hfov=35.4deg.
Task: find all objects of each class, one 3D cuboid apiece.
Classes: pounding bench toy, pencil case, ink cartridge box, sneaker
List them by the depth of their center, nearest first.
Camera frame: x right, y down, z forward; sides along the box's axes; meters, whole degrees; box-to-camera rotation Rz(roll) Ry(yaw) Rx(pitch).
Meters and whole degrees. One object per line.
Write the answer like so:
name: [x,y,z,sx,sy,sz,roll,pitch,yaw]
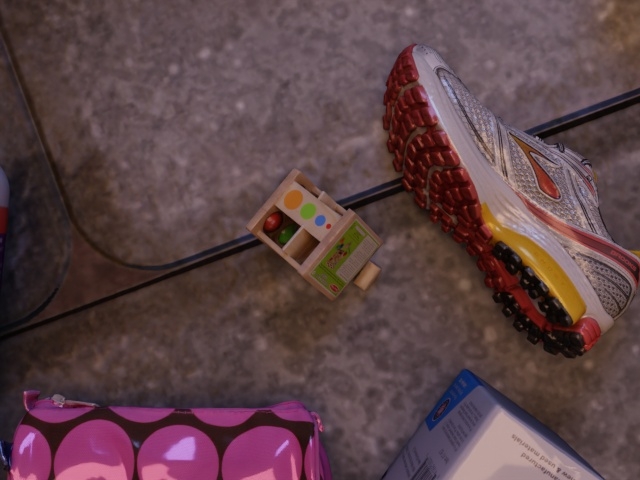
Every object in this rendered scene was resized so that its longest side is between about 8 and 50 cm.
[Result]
ink cartridge box: [0.070,0.192,0.619,0.086,0.148,0.203,36,92,-1]
pencil case: [-0.097,0.148,0.655,0.209,0.095,0.098,1,74,-1]
sneaker: [0.123,-0.036,0.660,0.092,0.088,0.225,-36,89,-19]
pounding bench toy: [0.000,0.000,0.672,0.065,0.083,0.052,39,88,33]

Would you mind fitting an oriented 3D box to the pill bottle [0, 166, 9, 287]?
pill bottle: [-0.296,0.098,0.613,0.181,0.181,0.323,6,90,1]
